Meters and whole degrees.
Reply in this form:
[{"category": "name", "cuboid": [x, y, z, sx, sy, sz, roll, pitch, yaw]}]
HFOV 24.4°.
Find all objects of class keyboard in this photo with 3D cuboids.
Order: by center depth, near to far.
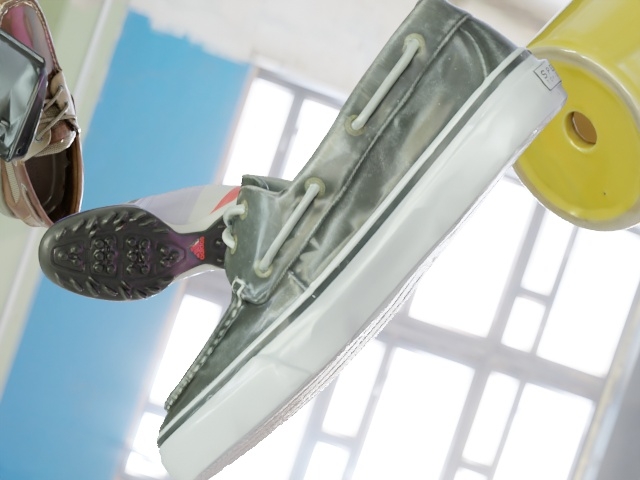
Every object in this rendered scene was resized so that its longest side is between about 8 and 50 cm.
[{"category": "keyboard", "cuboid": [-0.436, -0.178, 1.668, 0.317, 0.202, 0.033, 34, -162, 27]}]

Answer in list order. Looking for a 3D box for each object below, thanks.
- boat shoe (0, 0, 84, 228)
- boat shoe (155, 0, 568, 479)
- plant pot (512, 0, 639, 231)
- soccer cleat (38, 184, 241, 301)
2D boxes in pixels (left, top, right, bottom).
[{"category": "boat shoe", "cuboid": [-0.332, -0.148, 1.742, 0.116, 0.324, 0.123, 30, -130, 32]}, {"category": "boat shoe", "cuboid": [0.000, 0.000, 0.887, 0.119, 0.335, 0.121, 42, -170, 9]}, {"category": "plant pot", "cuboid": [0.281, -0.131, 1.212, 0.239, 0.254, 0.254, -31, -147, -32]}, {"category": "soccer cleat", "cuboid": [-0.182, -0.006, 1.662, 0.318, 0.109, 0.116, -11, -159, -35]}]
